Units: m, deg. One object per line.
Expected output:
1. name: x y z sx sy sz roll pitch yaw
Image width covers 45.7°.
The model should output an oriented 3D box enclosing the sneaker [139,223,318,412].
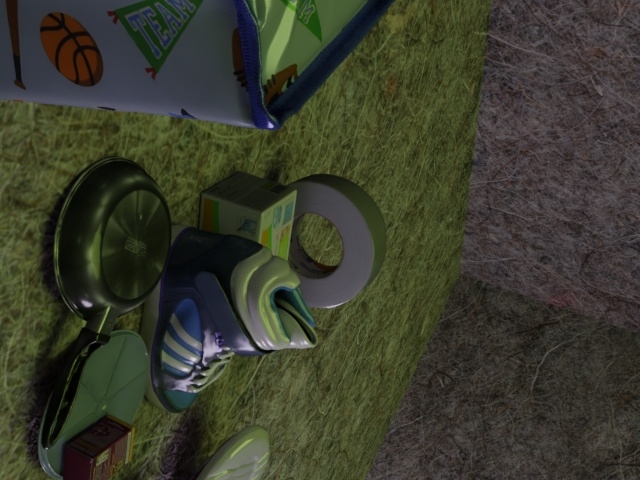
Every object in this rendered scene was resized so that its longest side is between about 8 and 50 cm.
1. sneaker: -0.123 0.144 1.055 0.130 0.236 0.323 -41 145 -55

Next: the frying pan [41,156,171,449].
1. frying pan: -0.255 0.052 0.855 0.197 0.053 0.326 70 35 -50

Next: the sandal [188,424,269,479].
1. sandal: -0.214 0.468 1.338 0.169 0.102 0.417 -15 136 -50

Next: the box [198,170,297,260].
1. box: -0.116 0.016 1.157 0.114 0.103 0.203 -41 144 -56

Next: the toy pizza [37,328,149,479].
1. toy pizza: -0.290 0.205 0.966 0.201 0.032 0.201 -52 153 -41

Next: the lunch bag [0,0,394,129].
1. lunch bag: -0.094 -0.282 0.591 0.385 0.327 0.239 -51 143 -41

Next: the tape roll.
1. tape roll: 0.000 0.000 1.285 0.072 0.219 0.219 -34 139 -61

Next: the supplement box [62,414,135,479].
1. supplement box: -0.275 0.265 0.947 0.083 0.043 0.055 -30 136 -61
